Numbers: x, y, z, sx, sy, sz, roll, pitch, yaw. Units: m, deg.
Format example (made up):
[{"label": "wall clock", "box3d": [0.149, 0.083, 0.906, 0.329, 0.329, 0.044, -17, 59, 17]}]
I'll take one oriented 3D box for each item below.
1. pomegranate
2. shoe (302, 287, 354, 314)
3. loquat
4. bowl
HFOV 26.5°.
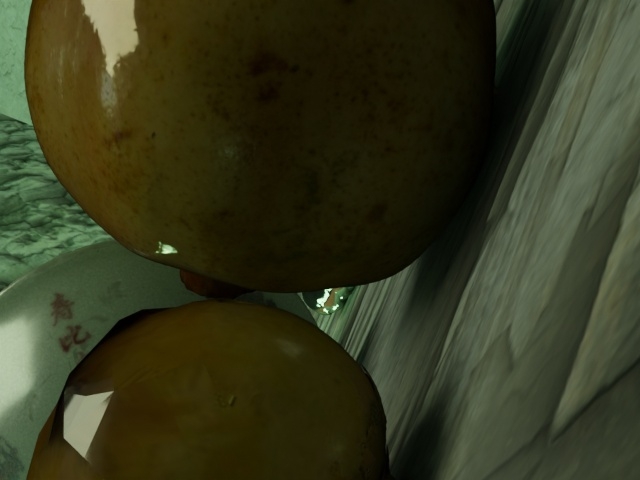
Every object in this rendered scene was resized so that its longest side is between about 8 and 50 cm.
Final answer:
[{"label": "pomegranate", "box3d": [-0.039, -0.126, 1.137, 0.416, 0.416, 0.417, -159, 90, -88]}, {"label": "shoe", "box3d": [0.000, 0.000, 1.851, 0.291, 0.137, 0.114, 113, 178, -53]}, {"label": "loquat", "box3d": [-0.065, 0.148, 0.850, 0.235, 0.235, 0.235, -159, 90, -88]}, {"label": "bowl", "box3d": [-0.166, 0.230, 1.372, 0.435, 0.434, 0.196, -68, 27, 22]}]
